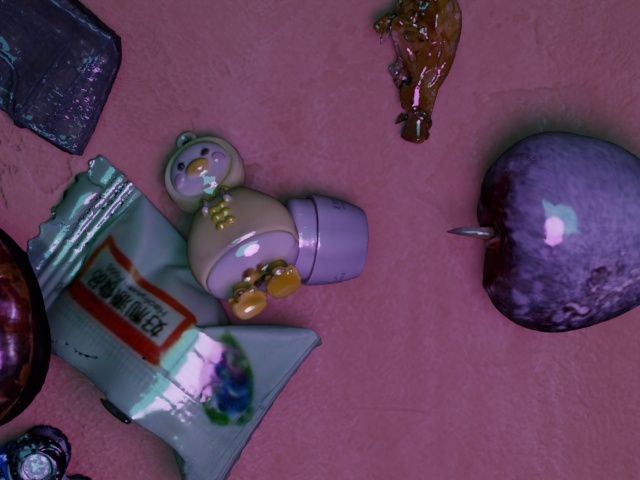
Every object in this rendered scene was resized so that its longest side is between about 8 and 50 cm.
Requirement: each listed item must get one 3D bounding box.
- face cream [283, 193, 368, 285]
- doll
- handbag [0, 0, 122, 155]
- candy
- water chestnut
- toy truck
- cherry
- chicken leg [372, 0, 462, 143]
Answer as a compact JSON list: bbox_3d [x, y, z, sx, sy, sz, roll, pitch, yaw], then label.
[{"bbox_3d":[0.000,0.000,1.880,0.104,0.117,0.117,5,93,-14],"label":"face cream"},{"bbox_3d":[-0.119,-0.032,1.822,0.141,0.117,0.296,-35,60,5],"label":"doll"},{"bbox_3d":[-0.373,-0.242,1.859,0.270,0.089,0.175,36,97,-6],"label":"handbag"},{"bbox_3d":[-0.218,0.108,1.867,0.398,0.172,0.263,39,78,14],"label":"candy"},{"bbox_3d":[-0.470,0.100,1.749,0.300,0.300,0.300,0,93,-5],"label":"water chestnut"},{"bbox_3d":[-0.343,0.347,1.872,0.126,0.113,0.208,-31,94,-3],"label":"toy truck"},{"bbox_3d":[0.309,-0.011,1.858,0.296,0.218,0.255,-4,94,-15],"label":"cherry"},{"bbox_3d":[0.124,-0.229,1.896,0.101,0.085,0.208,0,101,-39],"label":"chicken leg"}]
